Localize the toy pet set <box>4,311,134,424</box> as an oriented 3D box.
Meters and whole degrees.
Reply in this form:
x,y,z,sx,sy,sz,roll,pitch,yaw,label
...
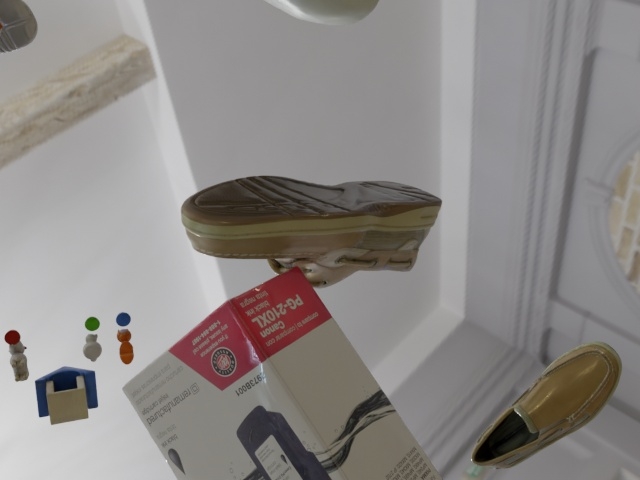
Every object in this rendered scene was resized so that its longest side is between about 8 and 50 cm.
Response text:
x,y,z,sx,sy,sz,roll,pitch,yaw,label
-0.260,0.128,0.818,0.122,0.065,0.114,-6,-76,-18,toy pet set

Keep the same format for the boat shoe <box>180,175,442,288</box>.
x,y,z,sx,sy,sz,roll,pitch,yaw,label
0.000,0.000,0.733,0.302,0.109,0.098,-6,-64,-47,boat shoe

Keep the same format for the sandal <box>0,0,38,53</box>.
x,y,z,sx,sy,sz,roll,pitch,yaw,label
-0.553,-0.341,1.224,0.076,0.265,0.102,-64,-36,-58,sandal

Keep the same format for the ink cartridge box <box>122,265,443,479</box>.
x,y,z,sx,sy,sz,roll,pitch,yaw,label
-0.030,0.171,0.648,0.172,0.237,0.100,-39,-9,36,ink cartridge box

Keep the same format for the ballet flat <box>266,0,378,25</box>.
x,y,z,sx,sy,sz,roll,pitch,yaw,label
-0.106,-0.384,0.891,0.139,0.400,0.139,-46,-7,-8,ballet flat

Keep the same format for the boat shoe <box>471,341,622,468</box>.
x,y,z,sx,sy,sz,roll,pitch,yaw,label
0.229,0.178,0.804,0.072,0.068,0.190,2,-49,-50,boat shoe
